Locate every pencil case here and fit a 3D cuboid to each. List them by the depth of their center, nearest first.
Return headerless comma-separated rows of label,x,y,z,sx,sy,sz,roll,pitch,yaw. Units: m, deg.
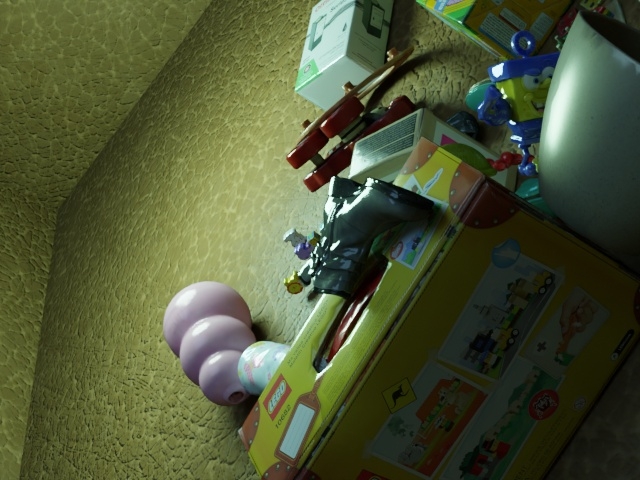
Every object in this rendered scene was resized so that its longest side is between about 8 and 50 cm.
pencil case,-0.062,0.263,1.966,0.273,0.113,0.124,-9,60,57

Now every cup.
cup,0.426,-0.122,1.297,0.237,0.331,0.331,-61,26,26

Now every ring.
ring,0.070,-0.326,2.148,0.336,0.032,0.336,-38,2,1

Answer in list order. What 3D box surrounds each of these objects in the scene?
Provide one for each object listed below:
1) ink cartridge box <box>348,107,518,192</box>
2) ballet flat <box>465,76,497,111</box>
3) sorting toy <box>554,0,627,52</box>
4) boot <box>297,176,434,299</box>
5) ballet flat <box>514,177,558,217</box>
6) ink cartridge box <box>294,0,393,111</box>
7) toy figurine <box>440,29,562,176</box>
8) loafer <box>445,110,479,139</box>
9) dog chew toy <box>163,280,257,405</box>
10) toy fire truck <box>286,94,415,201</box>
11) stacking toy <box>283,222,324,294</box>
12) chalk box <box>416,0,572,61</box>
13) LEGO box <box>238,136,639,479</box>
ink cartridge box,0.200,-0.120,1.732,0.193,0.234,0.088,-22,48,52
ballet flat,0.360,-0.291,1.810,0.067,0.073,0.206,-46,21,-31
sorting toy,0.465,-0.351,1.688,0.132,0.046,0.274,-38,36,38
boot,0.055,0.005,1.261,0.246,0.083,0.161,10,81,68
ballet flat,0.401,-0.083,1.533,0.247,0.083,0.087,-10,44,54
ink cartridge box,0.061,-0.496,2.407,0.211,0.121,0.289,-28,43,46
toy figurine,0.285,-0.207,1.483,0.191,0.362,0.217,-154,54,-71
loafer,0.221,-0.160,1.898,0.223,0.076,0.078,-43,25,25
dog chew toy,-0.236,0.243,2.198,0.207,0.206,0.332,-53,37,18
toy fire truck,0.089,-0.217,2.078,0.302,0.169,0.254,-37,8,43
stacking toy,0.000,0.000,2.160,0.221,0.052,0.167,-40,32,28
chalk box,0.324,-0.483,1.900,0.179,0.180,0.289,-57,27,11
LEGO box,0.181,0.172,1.365,0.500,0.372,0.193,-58,28,8
